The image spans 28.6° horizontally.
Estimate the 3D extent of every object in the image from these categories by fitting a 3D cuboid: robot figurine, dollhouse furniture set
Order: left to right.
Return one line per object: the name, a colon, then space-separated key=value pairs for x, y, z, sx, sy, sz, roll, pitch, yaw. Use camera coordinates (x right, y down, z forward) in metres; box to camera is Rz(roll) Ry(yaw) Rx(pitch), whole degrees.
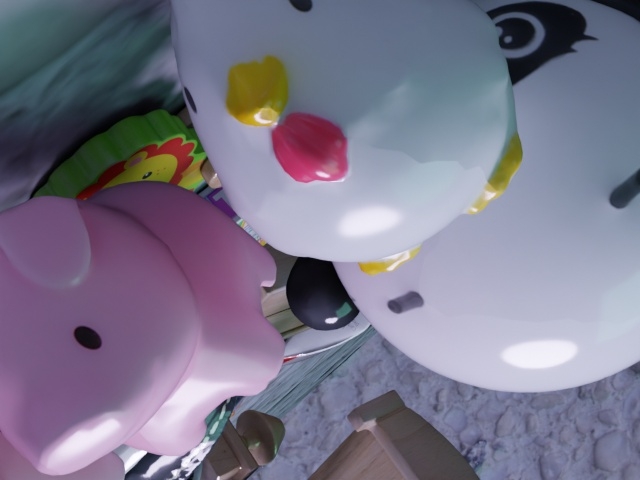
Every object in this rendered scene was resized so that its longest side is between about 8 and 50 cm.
dollhouse furniture set: x=0.080 y=0.138 z=0.848 sx=0.173 sy=0.356 sz=0.303 roll=-19 pitch=157 yaw=-44
robot figurine: x=0.092 y=-0.050 z=0.569 sx=0.278 sy=0.173 sz=0.209 roll=-64 pitch=168 yaw=-64

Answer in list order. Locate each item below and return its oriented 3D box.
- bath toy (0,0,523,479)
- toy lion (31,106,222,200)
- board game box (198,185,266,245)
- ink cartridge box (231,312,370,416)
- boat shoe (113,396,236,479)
bath toy: x=-0.089 y=0.033 z=0.421 sx=0.348 sy=0.129 sz=0.151 roll=-43 pitch=-150 yaw=20
toy lion: x=-0.081 y=-0.018 z=0.515 sx=0.096 sy=0.034 sz=0.100 roll=-22 pitch=160 yaw=-49
board game box: x=-0.071 y=0.007 z=0.698 sx=0.154 sy=0.026 sz=0.103 roll=-39 pitch=171 yaw=-21
ink cartridge box: x=-0.011 y=0.093 z=1.083 sx=0.225 sy=0.056 sz=0.181 roll=-54 pitch=-178 yaw=-12
boat shoe: x=-0.109 y=0.110 z=0.622 sx=0.302 sy=0.091 sz=0.114 roll=-32 pitch=-142 yaw=50
